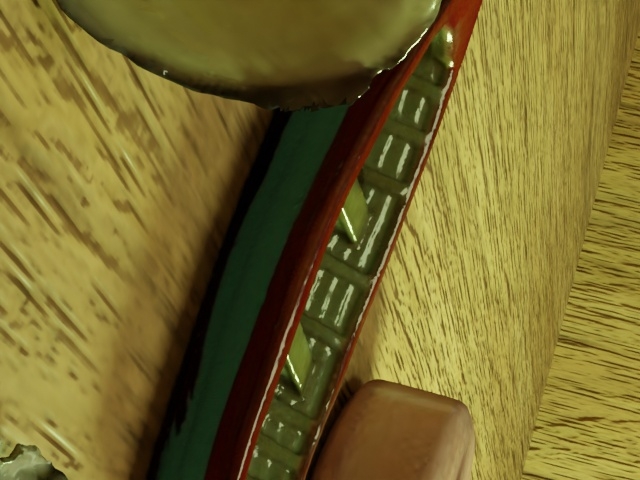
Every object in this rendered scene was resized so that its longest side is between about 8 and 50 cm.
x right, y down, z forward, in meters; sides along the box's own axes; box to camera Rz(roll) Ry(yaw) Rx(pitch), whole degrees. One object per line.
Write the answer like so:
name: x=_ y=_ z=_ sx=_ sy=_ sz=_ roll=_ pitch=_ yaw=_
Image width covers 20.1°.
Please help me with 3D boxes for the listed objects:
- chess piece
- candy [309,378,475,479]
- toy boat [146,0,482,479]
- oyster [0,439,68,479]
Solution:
chess piece: x=-0.004 y=-0.187 z=0.632 sx=0.143 sy=0.142 sz=0.261 roll=87 pitch=13 yaw=-53
candy: x=0.040 y=0.230 z=1.314 sx=0.255 sy=0.094 sz=0.255 roll=14 pitch=90 yaw=-78
toy boat: x=0.000 y=0.000 z=0.926 sx=0.136 sy=0.079 sz=0.392 roll=73 pitch=33 yaw=-62
oyster: x=-0.130 y=0.154 z=0.617 sx=0.106 sy=0.061 sz=0.200 roll=63 pitch=36 yaw=-44
